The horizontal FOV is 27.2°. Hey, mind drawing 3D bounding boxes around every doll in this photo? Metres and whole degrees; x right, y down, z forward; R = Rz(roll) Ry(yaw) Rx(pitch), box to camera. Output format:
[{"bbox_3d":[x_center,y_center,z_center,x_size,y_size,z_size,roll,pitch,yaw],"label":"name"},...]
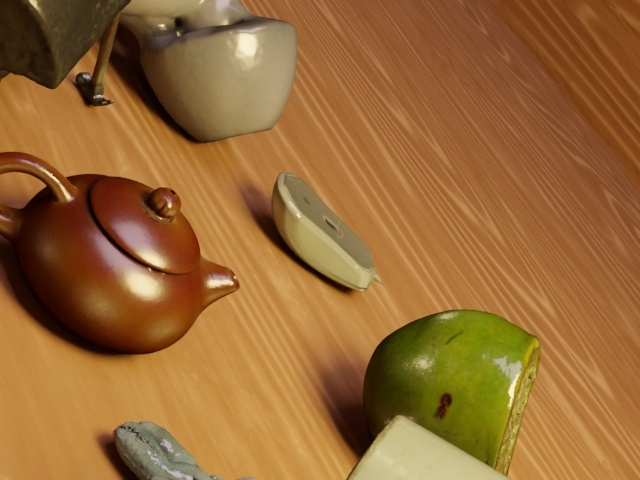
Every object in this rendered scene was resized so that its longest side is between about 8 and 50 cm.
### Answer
[{"bbox_3d":[-0.081,0.198,1.021,0.180,0.075,0.120,52,21,17],"label":"doll"}]

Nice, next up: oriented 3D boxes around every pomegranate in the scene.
[{"bbox_3d":[0.114,0.182,1.298,0.159,0.241,0.190,13,-8,15],"label":"pomegranate"}]

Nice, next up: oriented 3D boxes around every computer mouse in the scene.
[{"bbox_3d":[0.000,0.000,1.522,0.181,0.056,0.089,43,27,-20],"label":"computer mouse"}]

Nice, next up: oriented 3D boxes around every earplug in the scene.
[{"bbox_3d":[-0.170,-0.247,1.551,0.325,0.175,0.214,40,26,15],"label":"earplug"}]

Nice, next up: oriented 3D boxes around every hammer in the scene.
[{"bbox_3d":[-0.220,-0.211,1.376,0.017,0.182,0.062,-13,55,-33],"label":"hammer"}]

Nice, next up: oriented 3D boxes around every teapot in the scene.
[{"bbox_3d":[-0.183,-0.005,1.132,0.252,0.135,0.178,33,21,-26],"label":"teapot"}]

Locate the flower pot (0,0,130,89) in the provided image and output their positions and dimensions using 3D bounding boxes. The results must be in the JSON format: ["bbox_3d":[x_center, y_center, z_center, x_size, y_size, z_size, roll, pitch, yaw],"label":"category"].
[{"bbox_3d":[-0.312,-0.260,1.151,0.379,0.379,0.251,33,46,-24],"label":"flower pot"}]

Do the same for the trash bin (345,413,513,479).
[{"bbox_3d":[0.167,0.331,0.862,0.432,0.280,0.280,32,21,11],"label":"trash bin"}]
